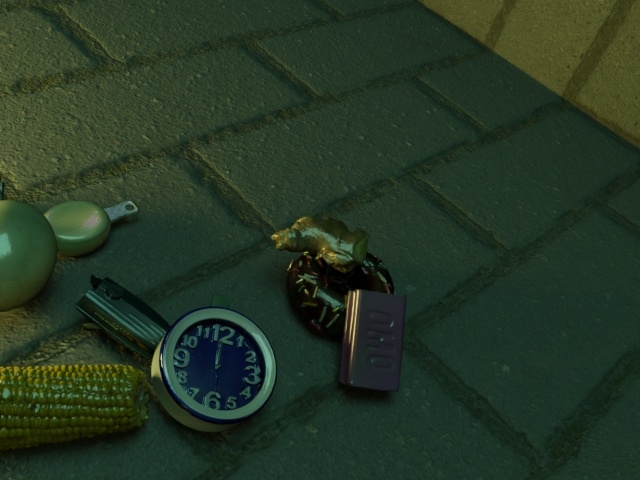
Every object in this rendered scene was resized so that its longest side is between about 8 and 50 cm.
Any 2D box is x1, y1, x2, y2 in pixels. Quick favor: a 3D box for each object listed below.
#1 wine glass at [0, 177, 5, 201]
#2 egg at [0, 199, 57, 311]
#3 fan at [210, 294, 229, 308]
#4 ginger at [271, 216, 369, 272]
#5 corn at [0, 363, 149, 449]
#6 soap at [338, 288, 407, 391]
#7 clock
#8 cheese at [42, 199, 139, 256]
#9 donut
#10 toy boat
[{"bbox_3d":[-0.795,-0.092,1.386,0.241,0.126,0.126,-1,47,-23],"label":"wine glass"},{"bbox_3d":[-0.613,0.026,1.285,0.187,0.186,0.253,9,47,-11],"label":"egg"},{"bbox_3d":[-0.230,0.188,1.388,0.038,0.016,0.193,18,42,-6],"label":"fan"},{"bbox_3d":[0.002,-0.003,1.483,0.214,0.074,0.137,13,41,2],"label":"ginger"},{"bbox_3d":[-0.485,0.276,1.114,0.388,0.143,0.143,-2,47,-19],"label":"corn"},{"bbox_3d":[0.110,0.208,1.381,0.122,0.065,0.203,10,77,-20],"label":"soap"},{"bbox_3d":[-0.200,0.244,1.257,0.231,0.083,0.230,16,51,-21],"label":"clock"},{"bbox_3d":[-0.512,-0.042,1.483,0.227,0.064,0.137,-27,63,-37],"label":"cheese"},{"bbox_3d":[0.051,0.107,1.513,0.270,0.103,0.269,11,42,-10],"label":"donut"},{"bbox_3d":[-0.371,0.171,1.311,0.246,0.103,0.093,37,30,-2],"label":"toy boat"}]
